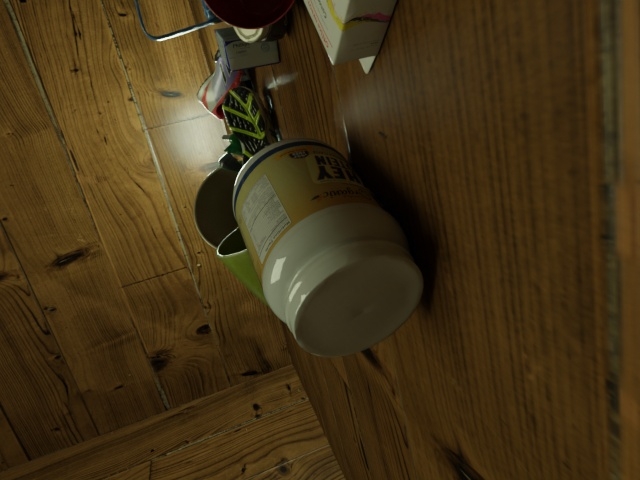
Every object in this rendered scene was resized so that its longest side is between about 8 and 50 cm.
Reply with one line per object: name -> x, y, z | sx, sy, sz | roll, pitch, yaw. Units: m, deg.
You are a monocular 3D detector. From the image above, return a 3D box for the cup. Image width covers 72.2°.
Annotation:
cup -> -0.274, -0.108, 1.672 | 0.237, 0.331, 0.331 | 22, -132, -74

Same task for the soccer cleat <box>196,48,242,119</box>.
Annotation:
soccer cleat -> -0.297, -0.531, 1.429 | 0.116, 0.108, 0.318 | 50, 134, -1

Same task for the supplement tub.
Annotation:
supplement tub -> 0.000, 0.000, 0.700 | 0.316, 0.228, 0.228 | -121, 18, -45

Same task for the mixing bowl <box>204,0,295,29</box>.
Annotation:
mixing bowl -> -0.114, -0.461, 0.775 | 0.098, 0.182, 0.181 | -68, -36, -74

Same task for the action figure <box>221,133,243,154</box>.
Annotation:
action figure -> -0.236, -0.317, 1.499 | 0.063, 0.137, 0.232 | 27, 177, 34

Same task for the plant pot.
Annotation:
plant pot -> -0.069, 0.078, 1.114 | 0.293, 0.275, 0.275 | 61, 172, -20

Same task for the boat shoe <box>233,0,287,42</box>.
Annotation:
boat shoe -> -0.150, -0.562, 0.870 | 0.117, 0.097, 0.324 | -8, 104, 41

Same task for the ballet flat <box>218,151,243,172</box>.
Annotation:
ballet flat -> -0.243, -0.246, 1.453 | 0.203, 0.074, 0.074 | 15, -136, -50

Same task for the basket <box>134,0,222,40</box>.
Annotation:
basket -> -0.286, -0.604, 0.981 | 0.201, 0.289, 0.254 | -143, 39, -70

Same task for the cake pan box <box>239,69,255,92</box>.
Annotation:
cake pan box -> -0.274, -0.487, 1.614 | 0.267, 0.070, 0.245 | 173, 78, -77

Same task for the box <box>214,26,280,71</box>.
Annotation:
box -> -0.180, -0.477, 1.075 | 0.137, 0.126, 0.072 | -121, 20, -48

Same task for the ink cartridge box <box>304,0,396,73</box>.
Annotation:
ink cartridge box -> 0.033, -0.299, 0.525 | 0.198, 0.067, 0.115 | 111, 140, -71

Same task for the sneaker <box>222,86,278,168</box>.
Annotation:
sneaker -> -0.179, -0.294, 1.385 | 0.147, 0.145, 0.384 | -69, -31, -63
